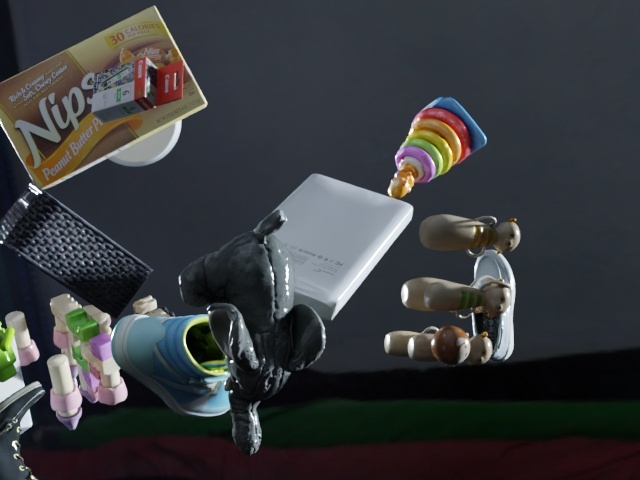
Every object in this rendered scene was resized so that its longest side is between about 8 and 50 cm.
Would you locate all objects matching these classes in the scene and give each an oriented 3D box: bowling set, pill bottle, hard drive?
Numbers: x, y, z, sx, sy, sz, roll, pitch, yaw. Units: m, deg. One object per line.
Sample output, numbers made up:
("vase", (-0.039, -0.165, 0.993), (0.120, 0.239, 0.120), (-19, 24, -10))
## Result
("bowling set", (0.211, 0.122, 1.219), (0.154, 0.287, 0.199), (4, -144, -14))
("pill bottle", (-0.421, -0.272, 1.880), (0.204, 0.204, 0.361), (-10, -168, -12))
("hard drive", (0.000, 0.000, 1.384), (0.203, 0.040, 0.307), (20, -140, 21))

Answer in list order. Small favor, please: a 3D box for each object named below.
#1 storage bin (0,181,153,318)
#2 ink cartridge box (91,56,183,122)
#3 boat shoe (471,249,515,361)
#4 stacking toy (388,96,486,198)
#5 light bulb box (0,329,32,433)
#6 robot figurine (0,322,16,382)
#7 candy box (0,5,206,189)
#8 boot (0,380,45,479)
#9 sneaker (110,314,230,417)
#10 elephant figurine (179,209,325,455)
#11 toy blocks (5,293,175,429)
("storage bin", (-0.326, 0.014, 1.100), (0.084, 0.180, 0.122), (-54, -151, -9))
("ink cartridge box", (-0.227, -0.192, 1.034), (0.115, 0.062, 0.029), (-13, 152, 18))
("boat shoe", (0.340, 0.126, 1.659), (0.079, 0.227, 0.081), (-9, 166, 31))
("stacking toy", (0.247, -0.199, 2.027), (0.302, 0.165, 0.175), (-47, -172, -34))
("light bulb box", (-0.849, 0.352, 1.688), (0.361, 0.225, 0.358), (-36, 153, 33))
("robot figurine", (-0.524, 0.170, 1.311), (0.101, 0.115, 0.067), (-19, -174, 15))
("candy box", (-0.372, -0.238, 1.403), (0.317, 0.182, 0.087), (-28, -172, -3))
("boot", (-0.564, 0.399, 1.548), (0.236, 0.178, 0.085), (-46, 177, -27))
("sneaker", (-0.194, 0.229, 1.462), (0.208, 0.127, 0.319), (-7, 149, 32))
("elephant figurine", (-0.076, 0.123, 1.071), (0.169, 0.239, 0.186), (-20, 151, 3))
("toy blocks", (-0.524, 0.283, 1.940), (0.309, 0.260, 0.289), (-24, -144, -34))
